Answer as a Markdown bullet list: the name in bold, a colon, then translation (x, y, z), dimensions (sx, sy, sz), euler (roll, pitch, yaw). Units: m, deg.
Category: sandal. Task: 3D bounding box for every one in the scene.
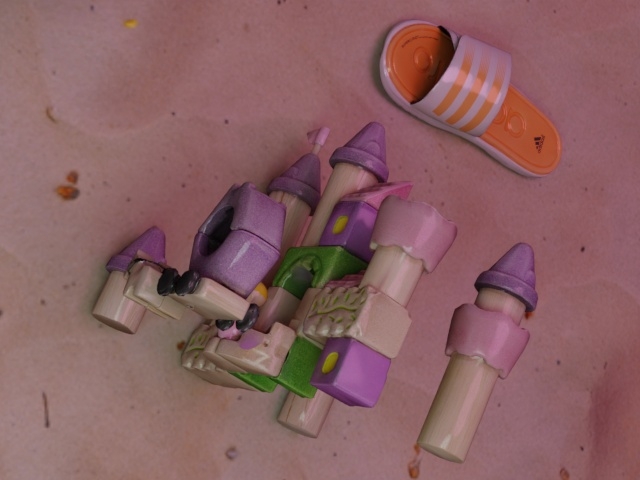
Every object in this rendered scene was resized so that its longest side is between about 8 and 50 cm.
- **sandal**: translation (0.176, -0.150, 1.553), dimensions (0.265, 0.076, 0.102), euler (27, 69, -33)

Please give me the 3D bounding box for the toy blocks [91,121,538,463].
- **toy blocks**: translation (0.000, 0.000, 1.272), dimensions (0.309, 0.288, 0.260), euler (33, 73, -28)
